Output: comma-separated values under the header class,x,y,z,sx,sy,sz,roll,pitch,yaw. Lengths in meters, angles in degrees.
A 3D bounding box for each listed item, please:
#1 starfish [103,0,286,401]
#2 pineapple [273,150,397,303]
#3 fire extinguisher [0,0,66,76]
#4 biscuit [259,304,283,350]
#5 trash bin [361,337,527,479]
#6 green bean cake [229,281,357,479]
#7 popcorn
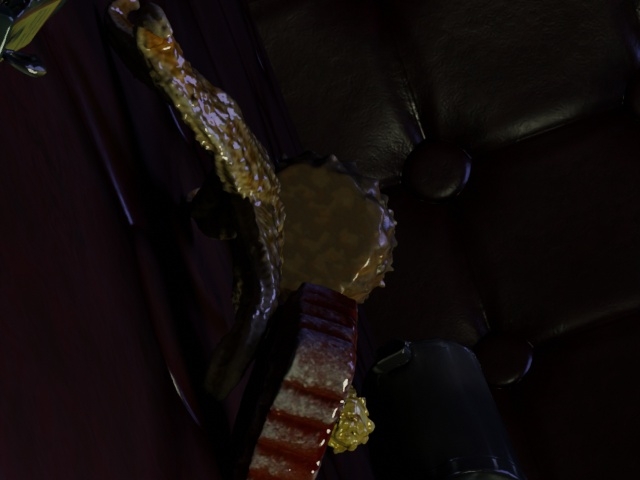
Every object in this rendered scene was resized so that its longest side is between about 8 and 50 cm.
class,x,y,z,sx,sy,sz,roll,pitch,yaw
starfish,-0.075,-0.030,1.199,0.327,0.094,0.375,-109,-178,-47
pineapple,0.000,0.000,1.711,0.340,0.169,0.169,55,16,-85
fire extinguisher,-0.156,-0.165,0.690,0.095,0.114,0.311,18,37,-34
biscuit,-0.027,0.135,1.587,0.231,0.025,0.131,-70,142,-85
trash bin,0.184,0.315,2.476,0.252,0.203,0.301,53,12,-36
green bean cake,-0.020,0.106,1.124,0.135,0.056,0.135,-95,-155,-71
popcorn,0.023,0.191,1.820,0.082,0.057,0.083,52,21,-58
